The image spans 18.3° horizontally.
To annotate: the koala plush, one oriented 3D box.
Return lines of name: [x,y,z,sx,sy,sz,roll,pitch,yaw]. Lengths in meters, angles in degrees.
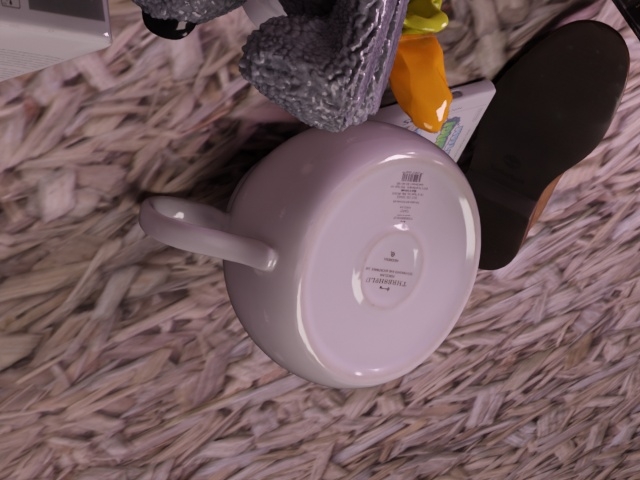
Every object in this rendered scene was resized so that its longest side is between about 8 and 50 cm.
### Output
koala plush: [-0.051,-0.194,1.257,0.196,0.221,0.203,-26,133,-82]

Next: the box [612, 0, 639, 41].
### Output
box: [0.433,-0.227,1.741,0.307,0.242,0.076,-36,156,8]

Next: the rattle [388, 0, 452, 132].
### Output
rattle: [0.109,-0.206,1.529,0.199,0.143,0.130,-36,139,25]

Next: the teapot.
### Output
teapot: [0.000,0.000,1.752,0.252,0.187,0.256,-44,130,-20]

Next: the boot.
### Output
boot: [0.215,-0.111,1.927,0.115,0.112,0.305,-51,172,-47]

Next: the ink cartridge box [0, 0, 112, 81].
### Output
ink cartridge box: [-0.308,-0.133,1.243,0.239,0.060,0.275,-12,171,35]

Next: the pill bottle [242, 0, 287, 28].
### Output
pill bottle: [0.011,-0.225,1.406,0.103,0.103,0.184,-12,150,-38]

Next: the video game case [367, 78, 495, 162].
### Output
video game case: [0.080,-0.083,1.875,0.143,0.019,0.157,-17,153,-29]
